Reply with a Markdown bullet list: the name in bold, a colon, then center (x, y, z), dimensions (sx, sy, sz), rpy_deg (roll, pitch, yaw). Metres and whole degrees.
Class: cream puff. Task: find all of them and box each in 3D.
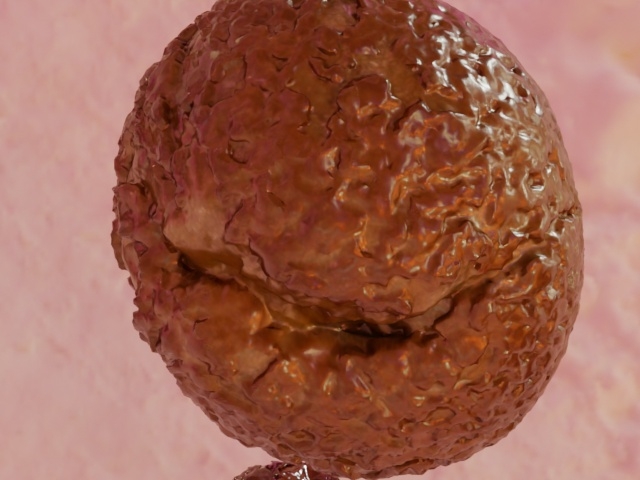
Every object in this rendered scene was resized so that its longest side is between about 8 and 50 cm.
- **cream puff**: center (0.000, 0.000, 0.906), dimensions (0.303, 0.303, 0.212), rpy_deg (35, 43, 27)

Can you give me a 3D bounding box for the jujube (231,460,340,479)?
- **jujube**: center (-0.047, 0.332, 1.592), dimensions (0.183, 0.243, 0.183), rpy_deg (22, 20, -8)
